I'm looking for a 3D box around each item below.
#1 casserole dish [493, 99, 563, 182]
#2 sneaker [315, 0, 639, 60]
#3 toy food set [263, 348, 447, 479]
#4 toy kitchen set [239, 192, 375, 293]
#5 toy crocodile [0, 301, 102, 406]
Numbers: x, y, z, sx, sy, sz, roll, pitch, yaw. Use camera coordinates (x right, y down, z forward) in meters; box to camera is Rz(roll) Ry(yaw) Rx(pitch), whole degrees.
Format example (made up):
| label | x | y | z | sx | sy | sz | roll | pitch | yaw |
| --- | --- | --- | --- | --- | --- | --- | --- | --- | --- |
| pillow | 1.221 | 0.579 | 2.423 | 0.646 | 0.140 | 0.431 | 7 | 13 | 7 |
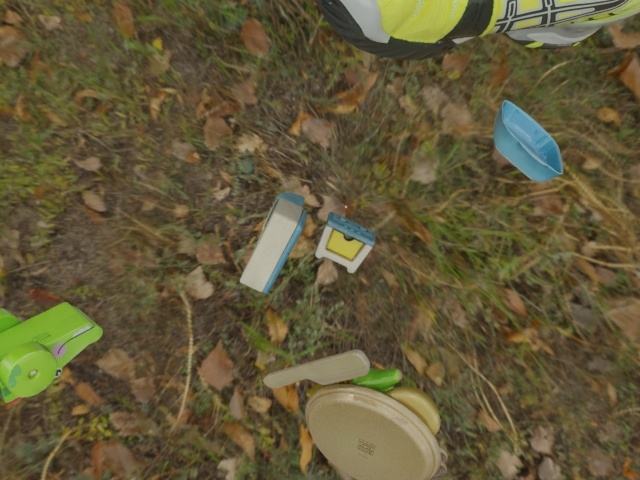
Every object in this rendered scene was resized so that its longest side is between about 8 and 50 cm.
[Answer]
| label | x | y | z | sx | sy | sz | roll | pitch | yaw |
| --- | --- | --- | --- | --- | --- | --- | --- | --- | --- |
| casserole dish | 0.293 | -0.140 | 1.145 | 0.114 | 0.188 | 0.037 | 38 | 117 | -7 |
| sneaker | 0.145 | -0.228 | 0.600 | 0.385 | 0.147 | 0.145 | -17 | 89 | -40 |
| toy food set | 0.049 | 0.161 | 0.676 | 0.132 | 0.038 | 0.192 | -20 | 114 | 41 |
| toy kitchen set | 0.000 | 0.000 | 1.154 | 0.166 | 0.207 | 0.122 | 26 | 117 | -5 |
| toy crocodile | -0.415 | 0.178 | 0.939 | 0.115 | 0.340 | 0.105 | 26 | 133 | 33 |
